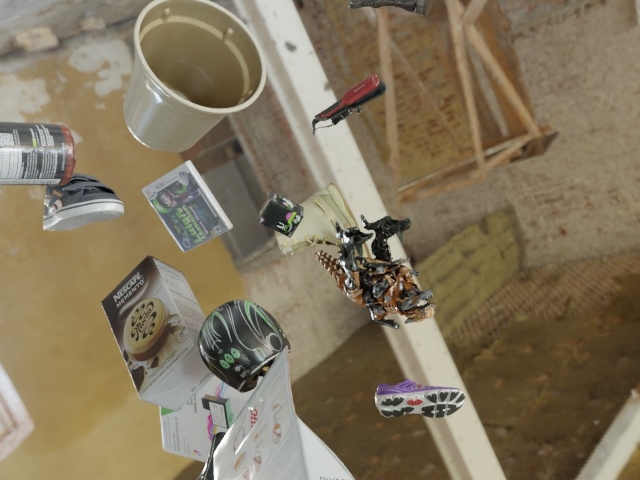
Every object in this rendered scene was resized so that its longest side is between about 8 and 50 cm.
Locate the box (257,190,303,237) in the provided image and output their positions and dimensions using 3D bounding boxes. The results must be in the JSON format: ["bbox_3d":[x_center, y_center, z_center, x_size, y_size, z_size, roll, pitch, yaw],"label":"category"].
[{"bbox_3d":[-0.087,-0.057,1.654,0.062,0.083,0.052,-57,-165,23],"label":"box"}]

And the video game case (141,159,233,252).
[{"bbox_3d":[-0.324,-0.078,1.827,0.173,0.190,0.022,-24,-166,35],"label":"video game case"}]

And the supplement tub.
[{"bbox_3d":[-0.510,-0.142,1.227,0.197,0.106,0.106,-3,173,-38],"label":"supplement tub"}]

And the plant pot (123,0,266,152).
[{"bbox_3d":[-0.352,-0.390,1.911,0.333,0.334,0.305,-32,176,-38],"label":"plant pot"}]

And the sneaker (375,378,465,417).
[{"bbox_3d":[0.187,0.286,1.415,0.169,0.068,0.071,2,-147,-3],"label":"sneaker"}]

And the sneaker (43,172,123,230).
[{"bbox_3d":[-0.565,-0.100,1.760,0.126,0.128,0.321,2,174,-43],"label":"sneaker"}]

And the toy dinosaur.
[{"bbox_3d":[0.099,0.070,1.581,0.321,0.219,0.164,8,-158,26],"label":"toy dinosaur"}]

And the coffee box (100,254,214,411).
[{"bbox_3d":[-0.344,0.196,1.640,0.168,0.119,0.297,-45,-131,8],"label":"coffee box"}]

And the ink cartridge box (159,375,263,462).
[{"bbox_3d":[-0.219,0.400,1.721,0.278,0.202,0.117,8,-158,21],"label":"ink cartridge box"}]

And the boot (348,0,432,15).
[{"bbox_3d":[0.208,-0.718,2.092,0.228,0.091,0.263,12,-129,15],"label":"boot"}]

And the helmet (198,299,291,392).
[{"bbox_3d":[-0.156,0.194,1.457,0.169,0.161,0.169,-37,163,-14],"label":"helmet"}]

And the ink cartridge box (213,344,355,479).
[{"bbox_3d":[-0.052,0.395,1.074,0.308,0.091,0.385,-58,-150,34],"label":"ink cartridge box"}]

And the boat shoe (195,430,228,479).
[{"bbox_3d":[-0.214,0.482,1.341,0.091,0.114,0.303,6,-126,1],"label":"boat shoe"}]

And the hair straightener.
[{"bbox_3d":[0.073,-0.328,1.898,0.230,0.047,0.089,-34,147,24],"label":"hair straightener"}]

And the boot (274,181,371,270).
[{"bbox_3d":[0.000,0.000,1.898,0.203,0.262,0.095,-26,155,0],"label":"boot"}]
